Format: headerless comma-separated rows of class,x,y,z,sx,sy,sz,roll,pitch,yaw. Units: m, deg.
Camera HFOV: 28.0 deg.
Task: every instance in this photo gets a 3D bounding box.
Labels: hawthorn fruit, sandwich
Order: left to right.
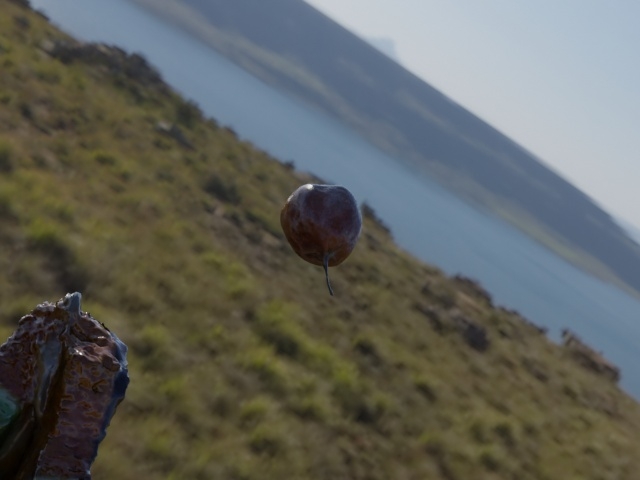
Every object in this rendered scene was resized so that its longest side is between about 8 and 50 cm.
sandwich,-0.338,0.198,1.467,0.162,0.301,0.250,28,-17,-34
hawthorn fruit,0.000,0.000,1.020,0.067,0.067,0.103,30,39,-25
